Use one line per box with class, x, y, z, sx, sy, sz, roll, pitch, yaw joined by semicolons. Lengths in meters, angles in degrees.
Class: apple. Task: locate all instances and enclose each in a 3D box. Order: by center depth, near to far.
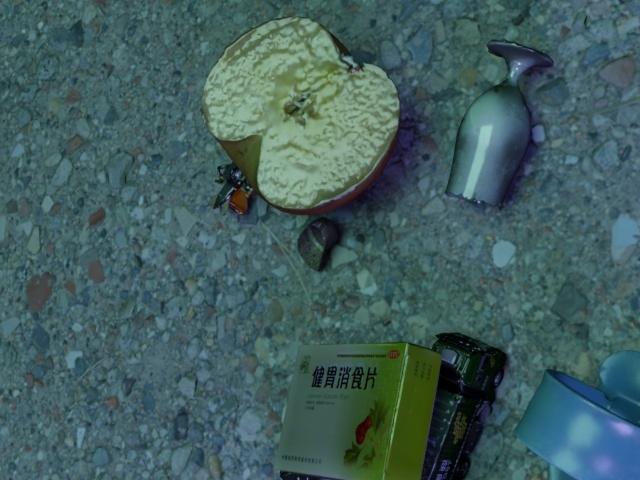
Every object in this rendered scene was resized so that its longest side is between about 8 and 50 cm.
apple;-0.014;-0.171;1.730;0.251;0.163;0.293;-40;74;3

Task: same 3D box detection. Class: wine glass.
wine glass;0.239;-0.155;1.607;0.103;0.103;0.222;18;89;34

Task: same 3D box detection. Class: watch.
watch;0.337;0.233;1.394;0.211;0.193;0.211;-9;75;33

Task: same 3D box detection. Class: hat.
hat;0.001;0.002;1.758;0.058;0.042;0.087;43;136;35

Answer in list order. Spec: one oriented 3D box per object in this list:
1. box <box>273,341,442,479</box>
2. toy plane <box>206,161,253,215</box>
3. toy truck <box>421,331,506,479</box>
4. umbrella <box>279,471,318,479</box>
box;0.044;0.225;1.537;0.260;0.062;0.175;-10;65;58
toy plane;-0.112;-0.122;1.840;0.188;0.062;0.135;-61;30;2
toy truck;0.153;0.248;1.549;0.088;0.121;0.259;20;90;33
umbrella;0.035;0.264;1.659;0.236;0.059;0.066;-45;77;17
